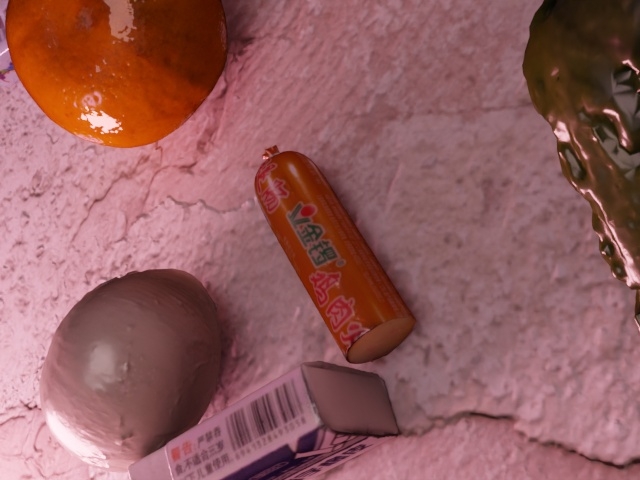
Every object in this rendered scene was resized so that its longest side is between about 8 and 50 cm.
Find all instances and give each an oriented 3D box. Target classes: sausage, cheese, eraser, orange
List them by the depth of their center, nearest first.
[{"bbox_3d":[-0.051,0.182,0.851,0.210,0.124,0.068,-32,63,26],"label":"eraser"},{"bbox_3d":[0.000,0.000,0.891,0.071,0.071,0.234,-43,59,20],"label":"sausage"},{"bbox_3d":[-0.178,0.128,0.926,0.154,0.189,0.198,25,96,13],"label":"cheese"},{"bbox_3d":[-0.208,-0.215,1.020,0.240,0.171,0.240,4,99,23],"label":"orange"}]

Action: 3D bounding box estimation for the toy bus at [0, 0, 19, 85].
[{"bbox_3d":[-0.319,-0.315,1.174,0.329,0.109,0.136,-26,75,28],"label":"toy bus"}]

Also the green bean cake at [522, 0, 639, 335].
[{"bbox_3d":[0.310,-0.058,0.564,0.319,0.218,0.335,-34,76,28],"label":"green bean cake"}]
